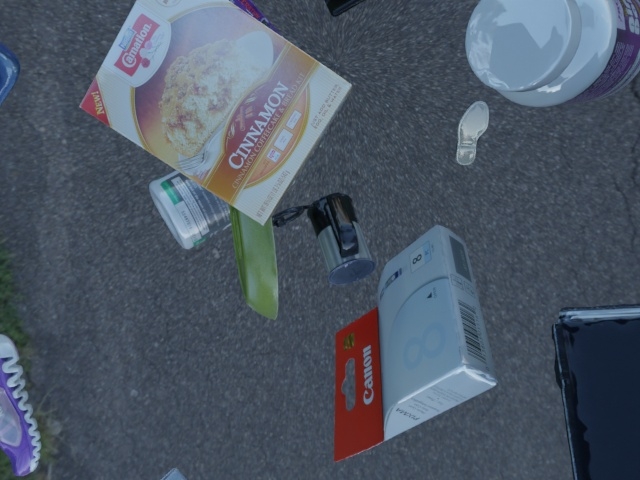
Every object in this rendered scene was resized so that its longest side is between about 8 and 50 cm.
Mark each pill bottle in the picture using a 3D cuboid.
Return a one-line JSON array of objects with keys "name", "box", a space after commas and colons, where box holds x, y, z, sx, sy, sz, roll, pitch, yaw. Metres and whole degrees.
[{"name": "pill bottle", "box": [-0.262, -0.147, 1.425, 0.360, 0.204, 0.204, -31, 107, -18]}, {"name": "pill bottle", "box": [0.322, -0.269, 0.699, 0.169, 0.301, 0.170, 15, 114, 39]}]

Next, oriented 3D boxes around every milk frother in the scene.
[{"name": "milk frother", "box": [0.000, 0.000, 0.863, 0.143, 0.135, 0.129, -23, 151, 9]}]

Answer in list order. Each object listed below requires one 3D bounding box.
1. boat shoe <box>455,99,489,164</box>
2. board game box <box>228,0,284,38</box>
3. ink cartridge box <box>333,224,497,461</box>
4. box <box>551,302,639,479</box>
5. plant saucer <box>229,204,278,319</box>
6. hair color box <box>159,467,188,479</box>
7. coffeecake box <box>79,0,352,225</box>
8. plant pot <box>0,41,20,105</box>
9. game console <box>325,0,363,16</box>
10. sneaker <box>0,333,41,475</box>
[{"name": "boat shoe", "box": [0.415, -0.307, 1.435, 0.075, 0.065, 0.206, 9, 138, 8]}, {"name": "board game box", "box": [-0.150, -0.563, 1.369, 0.208, 0.347, 0.056, 39, 104, -20]}, {"name": "ink cartridge box", "box": [0.124, 0.193, 0.964, 0.091, 0.308, 0.385, 32, 127, -25]}, {"name": "box", "box": [0.564, 0.204, 0.573, 0.479, 0.471, 0.298, -10, 79, 32]}, {"name": "plant saucer", "box": [-0.096, -0.010, 0.698, 0.037, 0.241, 0.241, -8, 109, -13]}, {"name": "hair color box", "box": [-0.021, 0.350, 0.348, 0.374, 0.113, 0.185, 42, 143, 12]}, {"name": "coffeecake box", "box": [-0.087, -0.126, 0.460, 0.185, 0.068, 0.142, 33, 100, -4]}, {"name": "plant pot", "box": [-0.278, -0.031, 0.198, 0.235, 0.212, 0.236, -35, 131, 25]}, {"name": "game console", "box": [0.072, -0.453, 0.955, 0.122, 0.107, 0.071, -26, 149, 13]}, {"name": "sneaker", "box": [-0.530, 0.278, 0.841, 0.095, 0.104, 0.237, -2, 103, 47]}]
